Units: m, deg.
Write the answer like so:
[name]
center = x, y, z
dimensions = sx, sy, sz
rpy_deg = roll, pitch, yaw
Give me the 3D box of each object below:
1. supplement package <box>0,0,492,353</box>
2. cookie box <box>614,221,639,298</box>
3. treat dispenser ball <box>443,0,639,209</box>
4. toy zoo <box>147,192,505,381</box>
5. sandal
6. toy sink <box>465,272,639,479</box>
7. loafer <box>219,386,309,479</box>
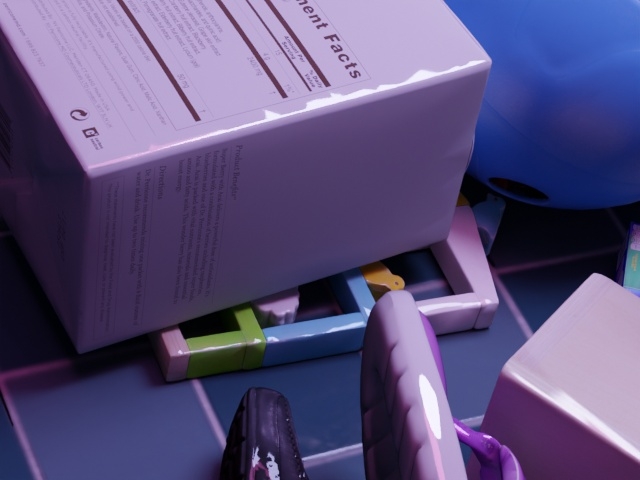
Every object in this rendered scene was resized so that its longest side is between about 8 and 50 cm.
[supplement package]
center = -0.062, -0.078, 1.308
dimensions = 0.293, 0.177, 0.175
rpy_deg = -16, 51, -24
[cookie box]
center = 0.271, 0.042, 1.415
dimensions = 0.107, 0.040, 0.092
rpy_deg = 15, 44, 1
[treat dispenser ball]
center = 0.192, -0.166, 1.424
dimensions = 0.288, 0.288, 0.288
rpy_deg = 7, 45, -7
[toy zoo]
center = 0.000, 0.000, 1.398
dimensions = 0.293, 0.030, 0.192
rpy_deg = -9, 49, -21
[sandal]
center = 0.101, 0.222, 1.118
dimensions = 0.102, 0.169, 0.416
rpy_deg = -4, 60, -13
[toy sink]
center = 0.223, 0.157, 1.212
dimensions = 0.234, 0.153, 0.131
rpy_deg = 33, 47, 20
[loafer]
center = -0.019, 0.190, 1.181
dimensions = 0.078, 0.076, 0.223
rpy_deg = 5, 50, -16
